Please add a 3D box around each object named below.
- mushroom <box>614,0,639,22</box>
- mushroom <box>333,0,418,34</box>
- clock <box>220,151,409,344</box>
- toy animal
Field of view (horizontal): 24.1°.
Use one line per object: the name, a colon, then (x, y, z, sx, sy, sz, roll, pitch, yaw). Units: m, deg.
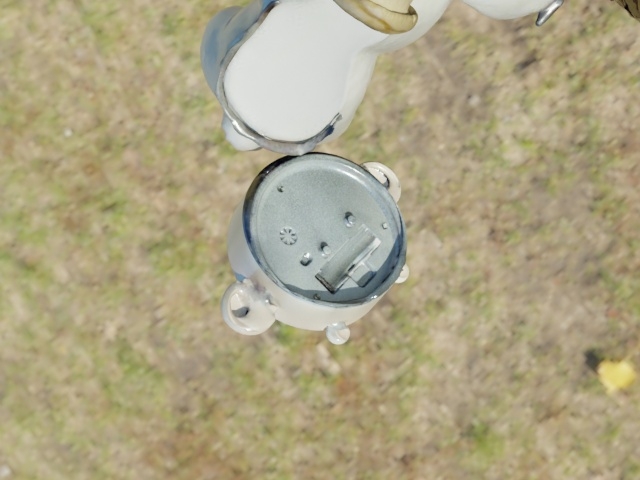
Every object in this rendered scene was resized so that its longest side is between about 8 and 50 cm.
mushroom: (0.153, -0.141, 0.601, 0.109, 0.085, 0.126, -48, 61, 8)
mushroom: (0.087, -0.265, 1.064, 0.096, 0.108, 0.247, 40, 97, 26)
clock: (0.000, 0.000, 1.307, 0.155, 0.229, 0.063, 44, 149, 6)
toy animal: (0.034, -0.198, 1.279, 0.325, 0.154, 0.208, -20, 121, 19)
